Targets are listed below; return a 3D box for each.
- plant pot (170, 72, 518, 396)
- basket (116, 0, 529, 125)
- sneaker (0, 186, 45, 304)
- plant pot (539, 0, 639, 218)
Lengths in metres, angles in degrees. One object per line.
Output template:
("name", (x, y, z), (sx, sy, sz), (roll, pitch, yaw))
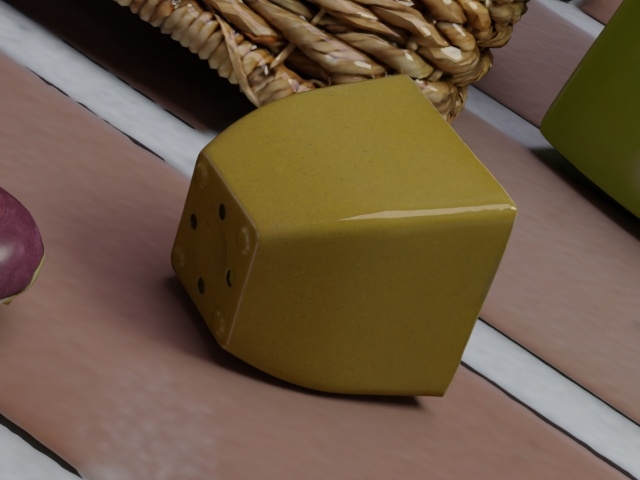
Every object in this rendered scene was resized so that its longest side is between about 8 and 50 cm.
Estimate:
("plant pot", (0.000, 0.000, 0.597), (0.083, 0.081, 0.081), (-3, 39, -31))
("basket", (-0.040, -0.171, 0.827), (0.299, 0.223, 0.213), (34, -12, 2))
("sneaker", (-0.156, -0.040, 0.502), (0.185, 0.084, 0.069), (21, 27, -15))
("plant pot", (0.280, -0.067, 0.842), (0.228, 0.227, 0.207), (-3, 46, -48))
